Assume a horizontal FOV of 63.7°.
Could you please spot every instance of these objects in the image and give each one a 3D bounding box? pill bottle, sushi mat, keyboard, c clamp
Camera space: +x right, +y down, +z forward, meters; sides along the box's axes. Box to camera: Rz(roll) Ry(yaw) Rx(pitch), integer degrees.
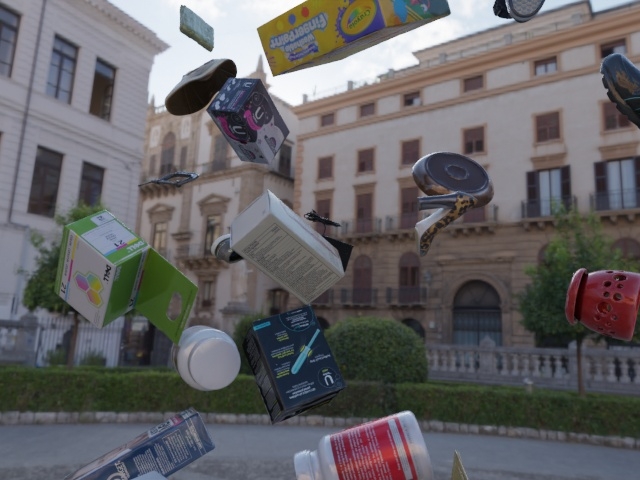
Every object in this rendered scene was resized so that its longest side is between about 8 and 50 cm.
[{"bbox_3d":[0.133,0.708,1.640,0.407,0.229,0.229,-16,-11,-1],"label":"pill bottle"},{"bbox_3d":[-0.251,0.258,1.133,0.131,0.131,0.229,7,-8,-21],"label":"pill bottle"},{"bbox_3d":[0.395,0.723,1.404,0.019,0.152,0.316,8,8,1],"label":"sushi mat"},{"bbox_3d":[0.000,0.000,1.958,0.317,0.202,0.033,19,-1,-37],"label":"keyboard"},{"bbox_3d":[-0.466,-0.186,1.617,0.160,0.022,0.137,6,28,31],"label":"c clamp"}]

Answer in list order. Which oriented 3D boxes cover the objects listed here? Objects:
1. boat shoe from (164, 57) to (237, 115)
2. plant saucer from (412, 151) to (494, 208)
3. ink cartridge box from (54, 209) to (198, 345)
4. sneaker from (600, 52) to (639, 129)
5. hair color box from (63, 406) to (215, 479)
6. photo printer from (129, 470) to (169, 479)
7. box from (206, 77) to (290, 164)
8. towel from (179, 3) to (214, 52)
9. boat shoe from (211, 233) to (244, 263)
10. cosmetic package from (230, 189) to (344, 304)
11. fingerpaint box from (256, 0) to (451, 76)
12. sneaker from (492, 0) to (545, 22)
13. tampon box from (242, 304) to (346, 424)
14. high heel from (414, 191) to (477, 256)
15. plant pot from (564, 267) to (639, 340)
[{"bbox_3d":[-0.417,-0.525,1.743,0.098,0.302,0.109,25,-31,34],"label":"boat shoe"},{"bbox_3d":[0.493,-0.236,1.893,0.310,0.311,0.050,4,-46,-7],"label":"plant saucer"},{"bbox_3d":[-0.379,0.093,0.999,0.255,0.189,0.097,36,35,12],"label":"ink cartridge box"},{"bbox_3d":[0.557,-0.204,0.818,0.101,0.268,0.106,-16,-21,-44],"label":"sneaker"},{"bbox_3d":[-0.451,0.553,1.282,0.347,0.105,0.174,-25,-3,-24],"label":"hair color box"},{"bbox_3d":[-0.146,0.354,0.500,0.256,0.107,0.307,43,-19,9],"label":"photo printer"},{"bbox_3d":[-0.235,-0.396,1.725,0.142,0.164,0.247,11,-29,32],"label":"box"},{"bbox_3d":[-0.332,-0.568,1.384,0.110,0.148,0.027,29,-58,-37],"label":"towel"},{"bbox_3d":[-0.262,0.012,1.934,0.091,0.109,0.304,35,38,30],"label":"boat shoe"},{"bbox_3d":[-0.089,0.023,1.403,0.153,0.129,0.296,-37,-57,16],"label":"cosmetic package"},{"bbox_3d":[0.096,-0.659,1.543,0.444,0.163,0.371,-5,20,45],"label":"fingerpaint box"},{"bbox_3d":[0.434,-0.523,1.130,0.086,0.227,0.163,8,-23,8],"label":"sneaker"},{"bbox_3d":[-0.051,0.220,0.915,0.120,0.161,0.101,-13,-27,-26],"label":"tampon box"},{"bbox_3d":[0.401,-0.043,1.659,0.186,0.093,0.261,-5,-45,1],"label":"high heel"},{"bbox_3d":[0.803,0.171,1.462,0.174,0.191,0.191,12,-4,36],"label":"plant pot"}]
